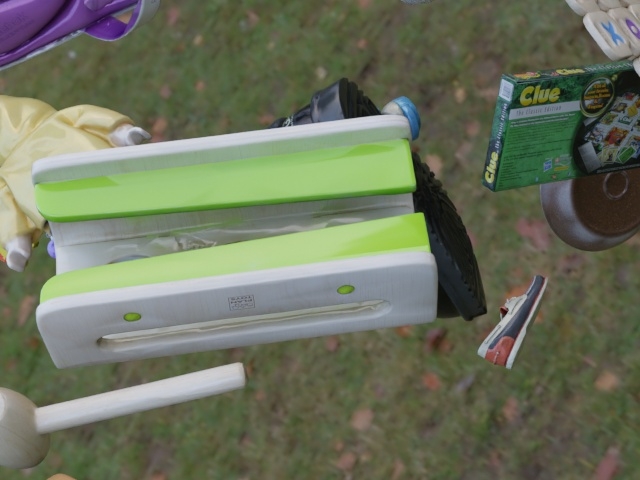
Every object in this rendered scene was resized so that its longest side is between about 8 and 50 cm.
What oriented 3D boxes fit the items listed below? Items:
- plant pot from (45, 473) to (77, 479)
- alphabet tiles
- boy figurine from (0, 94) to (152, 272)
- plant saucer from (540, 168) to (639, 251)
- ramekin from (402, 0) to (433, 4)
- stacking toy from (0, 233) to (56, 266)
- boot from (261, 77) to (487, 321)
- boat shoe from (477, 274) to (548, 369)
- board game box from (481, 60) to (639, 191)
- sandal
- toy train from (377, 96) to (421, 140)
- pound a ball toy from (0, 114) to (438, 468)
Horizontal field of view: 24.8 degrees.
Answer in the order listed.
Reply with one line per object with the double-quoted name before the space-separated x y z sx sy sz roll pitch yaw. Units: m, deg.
"plant pot" -0.215 0.338 1.236 0.203 0.291 0.291 -50 29 -20
"alphabet tiles" 0.305 -0.268 1.557 0.021 0.284 0.278 -40 -9 31
"boy figurine" -0.240 -0.050 1.364 0.177 0.092 0.285 -50 47 -3
"plant saucer" 0.387 -0.078 1.943 0.198 0.198 0.036 -59 28 -2
"ramekin" 0.073 -0.327 1.425 0.109 0.207 0.207 -44 35 20
"stacking toy" -0.314 0.038 1.989 0.052 0.221 0.167 -63 -8 17
"boot" 0.000 -0.003 1.564 0.260 0.348 0.131 -27 32 22
"boat shoe" 0.225 0.089 1.679 0.043 0.049 0.137 20 55 16
"board game box" 0.303 -0.136 1.678 0.030 0.259 0.136 41 130 45
"sandal" -0.230 -0.263 1.499 0.416 0.169 0.102 -27 54 27
"toy train" 0.085 -0.061 1.942 0.143 0.248 0.105 -23 18 -15
"pound a ball toy" -0.079 0.048 1.017 0.319 0.136 0.208 -8 61 -1
